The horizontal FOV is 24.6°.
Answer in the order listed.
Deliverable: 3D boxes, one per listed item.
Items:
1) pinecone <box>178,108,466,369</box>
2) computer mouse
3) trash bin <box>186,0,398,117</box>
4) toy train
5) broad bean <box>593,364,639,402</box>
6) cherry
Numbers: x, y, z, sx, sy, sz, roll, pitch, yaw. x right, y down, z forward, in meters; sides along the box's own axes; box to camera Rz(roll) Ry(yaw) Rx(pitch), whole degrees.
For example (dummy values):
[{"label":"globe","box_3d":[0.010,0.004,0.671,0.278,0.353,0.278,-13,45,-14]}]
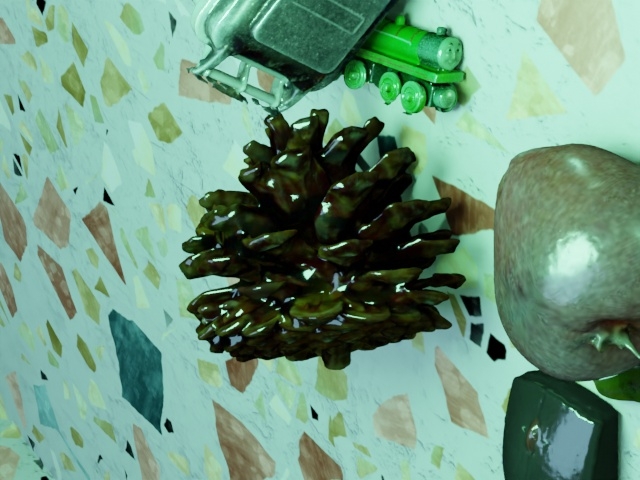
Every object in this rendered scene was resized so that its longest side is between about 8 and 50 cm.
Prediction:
[{"label":"pinecone","box_3d":[0.000,0.000,1.989,0.397,0.397,0.398,35,137,42]},{"label":"computer mouse","box_3d":[0.312,0.311,1.961,0.170,0.100,0.269,25,129,46]},{"label":"trash bin","box_3d":[-0.091,-0.385,1.934,0.296,0.255,0.368,-51,51,18]},{"label":"toy train","box_3d":[0.093,-0.247,1.962,0.251,0.085,0.119,25,114,44]},{"label":"broad bean","box_3d":[0.431,0.171,1.741,0.297,0.043,0.060,-3,117,56]},{"label":"cherry","box_3d":[0.305,0.021,1.677,0.307,0.221,0.261,64,143,31]}]
